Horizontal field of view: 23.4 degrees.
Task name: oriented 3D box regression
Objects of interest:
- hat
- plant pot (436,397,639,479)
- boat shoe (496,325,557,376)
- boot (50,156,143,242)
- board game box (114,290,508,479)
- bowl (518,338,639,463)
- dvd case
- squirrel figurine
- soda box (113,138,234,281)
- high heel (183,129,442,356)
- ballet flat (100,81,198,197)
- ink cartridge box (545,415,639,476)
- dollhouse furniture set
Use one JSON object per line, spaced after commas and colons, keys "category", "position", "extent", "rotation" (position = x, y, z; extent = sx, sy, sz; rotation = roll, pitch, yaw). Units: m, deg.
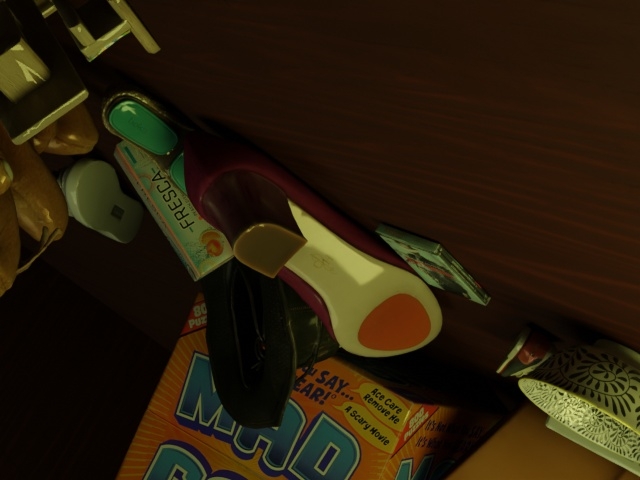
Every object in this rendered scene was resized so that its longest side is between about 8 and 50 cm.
{"category": "hat", "position": [-0.047, 0.073, 1.887], "extent": [0.133, 0.331, 0.331], "rotation": [-10, -176, -21]}
{"category": "plant pot", "position": [0.266, 0.335, 1.958], "extent": [0.203, 0.291, 0.291], "rotation": [47, 170, 6]}
{"category": "boat shoe", "position": [0.227, 0.129, 1.702], "extent": [0.043, 0.049, 0.137], "rotation": [29, 163, 4]}
{"category": "boot", "position": [-0.354, -0.068, 2.249], "extent": [0.123, 0.095, 0.258], "rotation": [21, 167, 16]}
{"category": "board game box", "position": [-0.015, 0.319, 2.135], "extent": [0.356, 0.356, 0.356], "rotation": [26, -176, 28]}
{"category": "bowl", "position": [0.291, 0.151, 1.541], "extent": [0.170, 0.080, 0.170], "rotation": [31, 169, 7]}
{"category": "dvd case", "position": [0.119, 0.025, 1.629], "extent": [0.087, 0.013, 0.119], "rotation": [21, 163, 42]}
{"category": "squirrel figurine", "position": [-0.419, -0.118, 1.613], "extent": [0.370, 0.281, 0.397], "rotation": [-102, -8, -63]}
{"category": "soda box", "position": [-0.169, -0.045, 1.796], "extent": [0.183, 0.058, 0.063], "rotation": [58, 167, 2]}
{"category": "high heel", "position": [0.000, 0.000, 1.714], "extent": [0.377, 0.127, 0.181], "rotation": [38, -164, -47]}
{"category": "ballet flat", "position": [-0.164, -0.110, 1.711], "extent": [0.206, 0.073, 0.067], "rotation": [44, -169, -36]}
{"category": "ink cartridge box", "position": [0.375, 0.234, 1.799], "extent": [0.189, 0.066, 0.232], "rotation": [27, -171, 21]}
{"category": "dollhouse furniture set", "position": [-0.270, -0.174, 1.349], "extent": [0.242, 0.212, 0.161], "rotation": [56, -179, 33]}
